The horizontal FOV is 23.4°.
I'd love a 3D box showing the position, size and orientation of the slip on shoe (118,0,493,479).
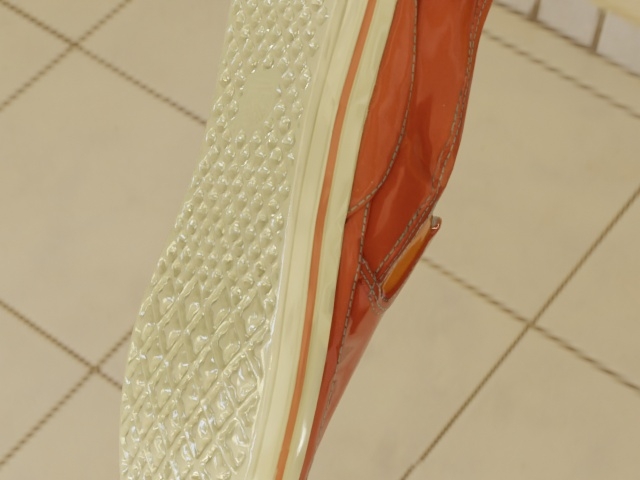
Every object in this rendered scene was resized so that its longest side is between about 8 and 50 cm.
[{"bbox_3d":[0.000,0.000,0.638,0.101,0.123,0.331,16,88,-35],"label":"slip on shoe"}]
